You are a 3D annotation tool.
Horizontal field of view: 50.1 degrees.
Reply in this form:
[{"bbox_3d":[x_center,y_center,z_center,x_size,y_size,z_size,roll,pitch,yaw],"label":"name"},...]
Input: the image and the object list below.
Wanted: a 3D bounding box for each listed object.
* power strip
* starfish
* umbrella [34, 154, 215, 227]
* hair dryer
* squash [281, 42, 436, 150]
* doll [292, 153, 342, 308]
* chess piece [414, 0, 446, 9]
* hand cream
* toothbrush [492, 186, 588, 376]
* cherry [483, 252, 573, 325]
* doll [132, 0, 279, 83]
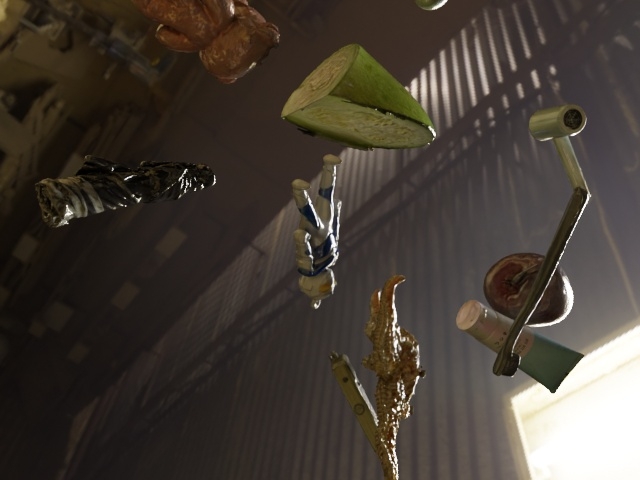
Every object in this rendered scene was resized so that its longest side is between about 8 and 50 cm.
[{"bbox_3d":[0.058,0.244,1.055,0.028,0.169,0.076,-28,180,2],"label":"power strip"},{"bbox_3d":[0.107,0.202,0.998,0.293,0.084,0.302,67,16,-87],"label":"starfish"},{"bbox_3d":[-0.373,-0.111,1.341,0.357,0.106,0.113,-16,169,-37],"label":"umbrella"},{"bbox_3d":[0.561,-0.189,1.547,0.073,0.237,0.131,-24,-171,-10],"label":"hair dryer"},{"bbox_3d":[0.110,-0.267,1.550,0.233,0.309,0.210,-13,-139,52],"label":"squash"},{"bbox_3d":[0.000,0.000,0.948,0.114,0.057,0.228,-49,150,-47],"label":"doll"},{"bbox_3d":[0.255,-0.730,1.848,0.144,0.251,0.144,-28,162,-10],"label":"chess piece"},{"bbox_3d":[0.422,0.218,1.442,0.111,0.312,0.070,-54,-155,9],"label":"hand cream"},{"bbox_3d":[0.313,0.064,0.973,0.030,0.030,0.298,-116,-137,-70],"label":"toothbrush"},{"bbox_3d":[0.525,0.126,1.724,0.213,0.266,0.184,19,-106,50],"label":"cherry"},{"bbox_3d":[-0.228,-0.449,1.330,0.201,0.303,0.156,-23,-138,43],"label":"doll"}]
